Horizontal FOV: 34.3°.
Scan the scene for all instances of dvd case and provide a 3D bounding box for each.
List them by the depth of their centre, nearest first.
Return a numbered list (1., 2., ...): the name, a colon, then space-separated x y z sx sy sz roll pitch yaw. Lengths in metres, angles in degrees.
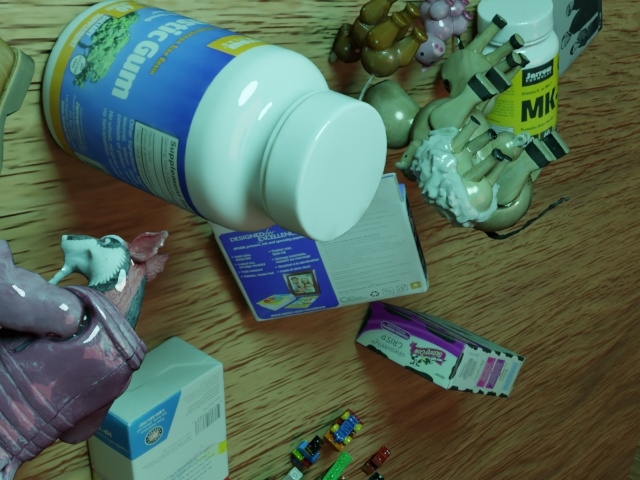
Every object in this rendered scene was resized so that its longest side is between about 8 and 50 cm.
1. dvd case: 0.362 -0.332 1.579 0.239 0.029 0.179 -47 143 -27

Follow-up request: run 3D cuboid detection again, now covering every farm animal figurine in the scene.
1. farm animal figurine: 0.147 -0.138 1.206 0.172 0.327 0.330 -44 155 30

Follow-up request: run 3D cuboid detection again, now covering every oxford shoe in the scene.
1. oxford shoe: -0.269 -0.072 0.738 0.076 0.076 0.212 39 38 -39

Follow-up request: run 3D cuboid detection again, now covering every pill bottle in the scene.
1. pill bottle: -0.086 -0.097 0.850 0.152 0.272 0.152 -33 135 -42
2. pill bottle: 0.267 -0.229 1.424 0.119 0.119 0.208 -43 140 -33

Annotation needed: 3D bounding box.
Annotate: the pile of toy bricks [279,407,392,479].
1. pile of toy bricks: -0.001 0.334 1.418 0.212 0.118 0.105 -40 172 -49

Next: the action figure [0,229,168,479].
1. action figure: -0.246 0.122 0.781 0.370 0.275 0.248 -43 136 -11

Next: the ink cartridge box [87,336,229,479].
1. ink cartridge box: -0.171 0.238 1.116 0.134 0.078 0.231 -31 133 -42

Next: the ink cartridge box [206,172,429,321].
1. ink cartridge box: 0.000 0.000 1.121 0.208 0.206 0.045 69 14 -50

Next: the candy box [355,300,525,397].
1. candy box: 0.177 0.159 1.496 0.233 0.159 0.071 18 96 -57
